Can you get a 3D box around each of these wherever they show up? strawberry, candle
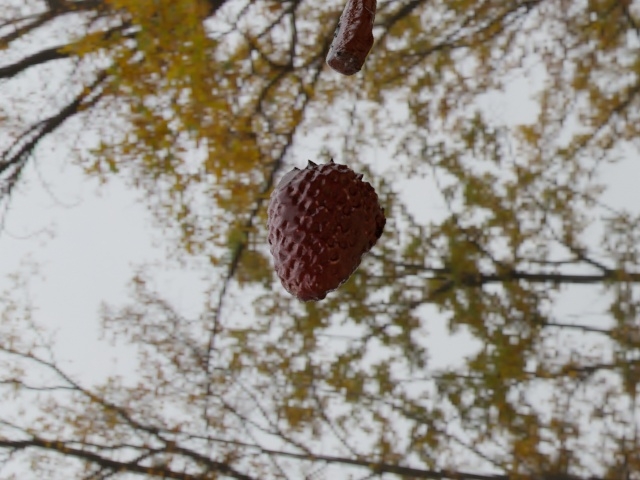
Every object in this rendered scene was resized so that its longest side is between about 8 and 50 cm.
[{"bbox_3d":[0.000,0.000,1.961,0.205,0.205,0.244,50,-145,-40],"label":"strawberry"},{"bbox_3d":[0.046,-0.251,1.367,0.048,0.053,0.162,52,-142,-36],"label":"candle"}]
